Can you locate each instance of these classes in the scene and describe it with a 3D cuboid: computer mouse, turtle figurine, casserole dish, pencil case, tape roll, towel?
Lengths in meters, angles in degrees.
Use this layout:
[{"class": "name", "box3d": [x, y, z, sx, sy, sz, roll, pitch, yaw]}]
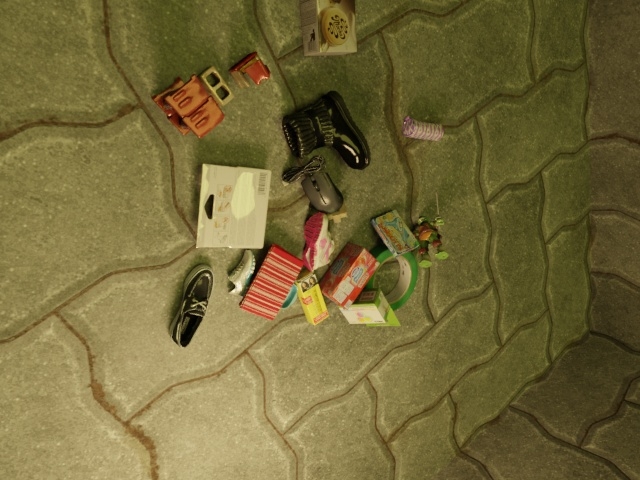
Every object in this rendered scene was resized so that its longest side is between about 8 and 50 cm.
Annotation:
[{"class": "computer mouse", "box3d": [-0.007, -0.188, 1.747, 0.189, 0.072, 0.272, -25, 130, 20]}, {"class": "turtle figurine", "box3d": [0.469, -0.033, 2.062, 0.198, 0.266, 0.274, -12, 145, 3]}, {"class": "casserole dish", "box3d": [-0.175, 0.201, 1.813, 0.188, 0.037, 0.114, 34, 84, -35]}, {"class": "pencil case", "box3d": [0.461, -0.501, 2.021, 0.206, 0.086, 0.088, 1, 75, -35]}, {"class": "tape roll", "box3d": [0.316, 0.176, 2.109, 0.322, 0.077, 0.320, -9, 107, -31]}, {"class": "towel", "box3d": [-0.185, 0.164, 1.741, 0.199, 0.031, 0.274, 33, 84, -46]}]

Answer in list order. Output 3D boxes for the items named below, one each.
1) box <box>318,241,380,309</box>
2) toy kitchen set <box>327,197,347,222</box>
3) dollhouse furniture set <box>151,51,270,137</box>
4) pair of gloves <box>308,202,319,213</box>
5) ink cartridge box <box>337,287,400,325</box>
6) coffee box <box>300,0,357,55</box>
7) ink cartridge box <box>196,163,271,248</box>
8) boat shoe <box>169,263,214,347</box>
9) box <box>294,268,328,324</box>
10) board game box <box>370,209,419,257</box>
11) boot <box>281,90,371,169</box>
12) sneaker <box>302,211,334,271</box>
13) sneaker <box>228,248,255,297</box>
[{"class": "box", "box3d": [0.119, 0.151, 1.941, 0.128, 0.123, 0.256, 43, 78, -34]}, {"class": "toy kitchen set", "box3d": [0.068, -0.123, 1.895, 0.084, 0.075, 0.068, -11, 154, 2]}, {"class": "dollhouse furniture set", "box3d": [-0.324, -0.499, 1.420, 0.374, 0.201, 0.152, -45, 123, -15]}, {"class": "pair of gloves", "box3d": [-0.010, -0.143, 1.845, 0.083, 0.010, 0.074, 30, 86, -35]}, {"class": "ink cartridge box", "box3d": [0.223, 0.335, 2.010, 0.255, 0.189, 0.097, 58, 41, -30]}, {"class": "coffee box", "box3d": [0.027, -0.829, 1.614, 0.168, 0.119, 0.296, -14, 110, -29]}, {"class": "ink cartridge box", "box3d": [-0.318, -0.121, 1.611, 0.261, 0.066, 0.296, 1, 102, -34]}, {"class": "boat shoe", "box3d": [-0.449, 0.235, 1.598, 0.108, 0.102, 0.301, 25, 89, -36]}, {"class": "box", "box3d": [-0.042, 0.239, 1.898, 0.087, 0.058, 0.232, -29, 117, -25]}, {"class": "board game box", "box3d": [0.333, -0.031, 2.009, 0.136, 0.201, 0.035, -23, 159, -28]}, {"class": "boot", "box3d": [0.023, -0.371, 1.726, 0.260, 0.131, 0.347, -42, 111, -25]}, {"class": "sneaker", "box3d": [0.000, 0.000, 1.837, 0.111, 0.103, 0.252, -11, 123, -36]}, {"class": "sneaker", "box3d": [-0.302, 0.123, 1.689, 0.083, 0.071, 0.190, 9, 97, -29]}]
